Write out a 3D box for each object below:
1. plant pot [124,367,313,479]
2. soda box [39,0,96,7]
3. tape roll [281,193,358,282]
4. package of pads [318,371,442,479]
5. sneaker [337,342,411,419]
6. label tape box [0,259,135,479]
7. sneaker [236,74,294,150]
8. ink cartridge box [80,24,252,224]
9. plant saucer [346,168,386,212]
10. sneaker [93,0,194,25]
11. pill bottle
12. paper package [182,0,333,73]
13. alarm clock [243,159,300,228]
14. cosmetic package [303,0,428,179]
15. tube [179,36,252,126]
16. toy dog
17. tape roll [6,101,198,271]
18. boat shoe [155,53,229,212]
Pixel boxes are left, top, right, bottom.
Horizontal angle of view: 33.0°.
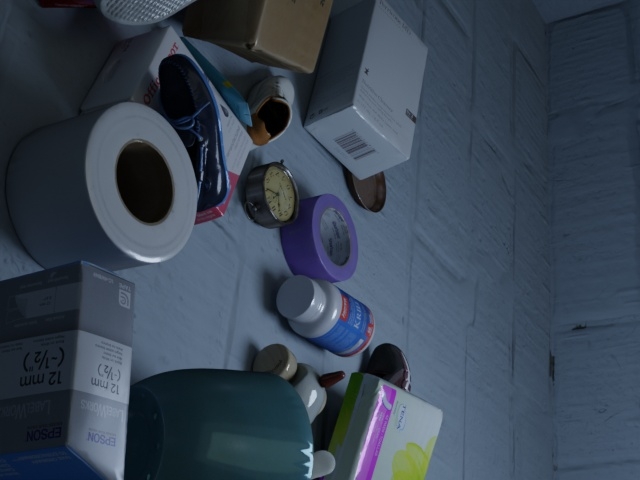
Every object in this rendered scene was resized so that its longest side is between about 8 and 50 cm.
[{"bbox_3d":[-0.194,0.327,1.633,0.235,0.293,0.293,17,63,-40],"label":"plant pot"},{"bbox_3d":[-0.364,-0.443,1.818,0.263,0.083,0.092,-20,96,-60],"label":"soda box"},{"bbox_3d":[0.000,0.000,2.286,0.189,0.080,0.189,30,54,-52],"label":"tape roll"},{"bbox_3d":[0.122,0.444,2.201,0.229,0.101,0.296,31,71,-40],"label":"package of pads"},{"bbox_3d":[0.111,0.335,2.327,0.162,0.106,0.281,35,50,-46],"label":"sneaker"},{"bbox_3d":[-0.373,0.221,1.377,0.115,0.249,0.348,33,51,-52],"label":"label tape box"},{"bbox_3d":[-0.090,-0.260,2.189,0.106,0.123,0.290,62,32,-22],"label":"sneaker"},{"bbox_3d":[-0.259,-0.193,1.870,0.283,0.117,0.207,54,38,-35],"label":"ink cartridge box"},{"bbox_3d":[0.106,-0.145,2.577,0.168,0.029,0.168,31,53,-51],"label":"plant saucer"},{"bbox_3d":[-0.275,-0.469,1.811,0.150,0.135,0.366,40,39,13],"label":"sneaker"},{"bbox_3d":[0.008,0.150,2.196,0.221,0.124,0.124,34,50,-51],"label":"pill bottle"},{"bbox_3d":[-0.096,-0.509,2.088,0.309,0.168,0.325,5,100,-68],"label":"paper package"},{"bbox_3d":[-0.107,-0.083,2.147,0.192,0.064,0.129,-41,115,-60],"label":"alarm clock"},{"bbox_3d":[0.112,-0.361,2.517,0.217,0.156,0.385,40,47,-33],"label":"cosmetic package"},{"bbox_3d":[-0.198,-0.289,1.961,0.207,0.052,0.080,44,-11,19],"label":"tube"},{"bbox_3d":[-0.037,0.353,2.001,0.220,0.161,0.334,24,59,-55],"label":"toy dog"},{"bbox_3d":[-0.327,-0.074,1.641,0.246,0.169,0.246,22,63,-52],"label":"tape roll"},{"bbox_3d":[-0.209,-0.166,1.729,0.089,0.109,0.258,-32,112,-42],"label":"boat shoe"}]
